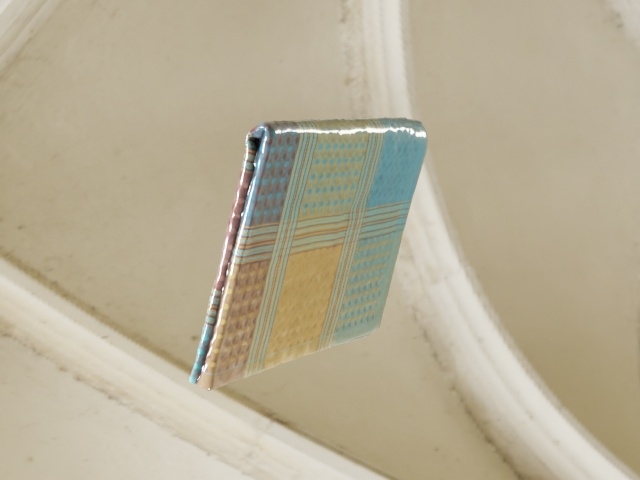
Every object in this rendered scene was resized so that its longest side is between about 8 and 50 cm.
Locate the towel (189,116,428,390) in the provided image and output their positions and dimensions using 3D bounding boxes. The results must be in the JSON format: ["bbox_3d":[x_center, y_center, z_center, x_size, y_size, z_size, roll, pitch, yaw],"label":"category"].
[{"bbox_3d":[0.000,0.000,1.184,0.370,0.040,0.272,-11,-62,-61],"label":"towel"}]
